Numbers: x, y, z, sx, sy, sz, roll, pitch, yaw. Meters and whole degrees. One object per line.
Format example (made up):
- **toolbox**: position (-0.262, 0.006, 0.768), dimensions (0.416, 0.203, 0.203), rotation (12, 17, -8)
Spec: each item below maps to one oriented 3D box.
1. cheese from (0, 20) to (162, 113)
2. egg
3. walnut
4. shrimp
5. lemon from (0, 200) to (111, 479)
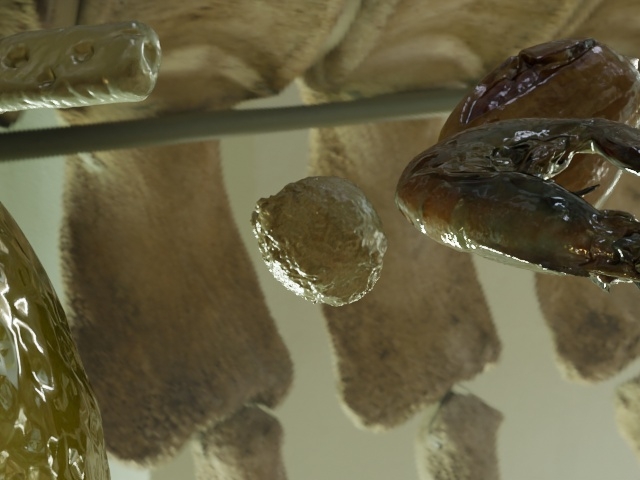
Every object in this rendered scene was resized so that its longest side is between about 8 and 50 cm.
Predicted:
- **cheese**: position (-0.212, -0.129, 0.959), dimensions (0.043, 0.194, 0.065), rotation (56, -145, -53)
- **egg**: position (0.000, 0.000, 1.138), dimensions (0.118, 0.116, 0.140), rotation (-10, -41, 12)
- **walnut**: position (0.259, -0.115, 1.437), dimensions (0.298, 0.203, 0.203), rotation (-38, -61, -19)
- **shrimp**: position (0.139, -0.028, 0.696), dimensions (0.143, 0.251, 0.052), rotation (-28, -58, -17)
- **lemon**: position (-0.189, 0.061, 0.342), dimensions (0.267, 0.267, 0.267), rotation (-9, -73, -29)
